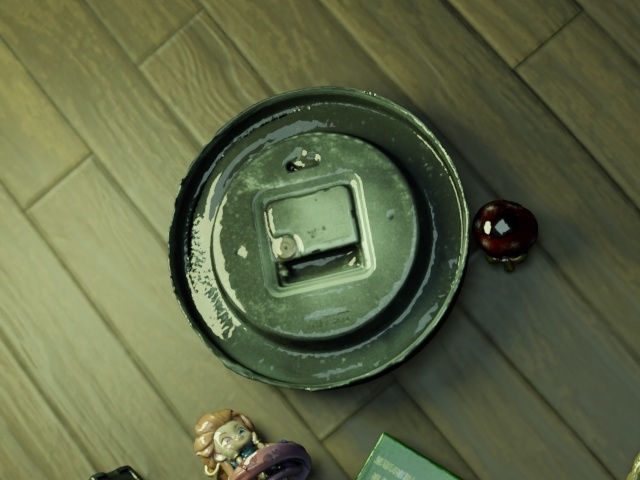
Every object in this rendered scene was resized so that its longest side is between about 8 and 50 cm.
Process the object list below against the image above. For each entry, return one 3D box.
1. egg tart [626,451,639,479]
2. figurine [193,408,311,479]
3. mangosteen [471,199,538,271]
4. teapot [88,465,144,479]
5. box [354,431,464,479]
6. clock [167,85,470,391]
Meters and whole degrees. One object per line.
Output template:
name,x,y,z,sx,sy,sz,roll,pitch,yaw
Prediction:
egg tart,0.480,0.315,1.545,0.290,0.107,0.291,-3,77,13
figurine,-0.092,0.273,1.691,0.126,0.114,0.157,-37,37,-29
mangosteen,0.221,-0.011,1.690,0.080,0.081,0.081,-3,77,12
teapot,-0.245,0.356,1.710,0.177,0.087,0.096,43,107,18
box,0.071,0.362,1.662,0.132,0.034,0.235,29,85,16
clock,0.000,0.000,1.739,0.386,0.076,0.386,-3,76,12
